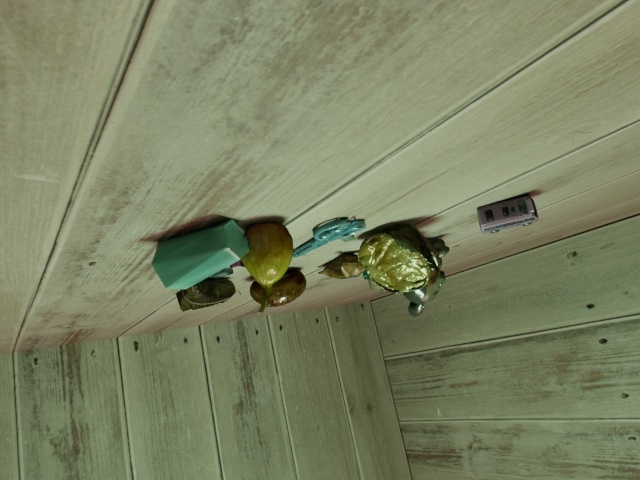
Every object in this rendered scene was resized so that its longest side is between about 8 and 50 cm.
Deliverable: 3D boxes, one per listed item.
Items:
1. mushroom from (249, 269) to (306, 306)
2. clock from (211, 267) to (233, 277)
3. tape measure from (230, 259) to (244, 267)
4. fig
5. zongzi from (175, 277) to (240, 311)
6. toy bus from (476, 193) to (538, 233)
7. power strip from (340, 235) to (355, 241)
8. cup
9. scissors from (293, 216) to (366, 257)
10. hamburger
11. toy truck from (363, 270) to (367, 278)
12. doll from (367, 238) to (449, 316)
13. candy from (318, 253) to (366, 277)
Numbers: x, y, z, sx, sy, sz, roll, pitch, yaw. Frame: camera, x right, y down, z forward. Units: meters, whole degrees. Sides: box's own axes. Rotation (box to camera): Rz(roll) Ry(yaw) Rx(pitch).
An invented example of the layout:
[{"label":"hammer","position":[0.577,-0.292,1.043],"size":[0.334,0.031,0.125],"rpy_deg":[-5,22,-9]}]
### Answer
[{"label":"mushroom","position":[-0.186,0.212,2.037],"size":[0.253,0.153,0.253],"rpy_deg":[-12,177,-1]},{"label":"clock","position":[-0.376,0.123,1.763],"size":[0.085,0.017,0.085],"rpy_deg":[-12,166,-3]},{"label":"tape measure","position":[-0.227,0.046,1.457],"size":[0.118,0.074,0.125],"rpy_deg":[-8,168,-23]},{"label":"fig","position":[-0.157,0.076,1.281],"size":[0.159,0.257,0.159],"rpy_deg":[4,165,1]},{"label":"zongzi","position":[-0.421,0.186,1.811],"size":[0.247,0.111,0.241],"rpy_deg":[-10,161,-32]},{"label":"toy bus","position":[0.665,-0.094,1.644],"size":[0.199,0.096,0.108],"rpy_deg":[-14,162,20]},{"label":"power strip","position":[0.092,-0.011,1.634],"size":[0.040,0.016,0.090],"rpy_deg":[-16,166,17]},{"label":"cup","position":[-0.309,0.036,1.229],"size":[0.235,0.134,0.148],"rpy_deg":[-19,168,22]},{"label":"scissors","position":[0.000,0.001,1.564],"size":[0.180,0.032,0.393],"rpy_deg":[-2,163,-36]},{"label":"hamburger","position":[0.291,0.070,1.680],"size":[0.265,0.285,0.134],"rpy_deg":[-25,-164,45]},{"label":"toy truck","position":[0.271,0.146,2.252],"size":[0.124,0.114,0.253],"rpy_deg":[0,168,6]},{"label":"doll","position":[0.385,0.149,2.102],"size":[0.378,0.252,0.382],"rpy_deg":[8,129,1]},{"label":"candy","position":[0.099,0.123,2.025],"size":[0.143,0.101,0.271],"rpy_deg":[0,168,-22]}]
